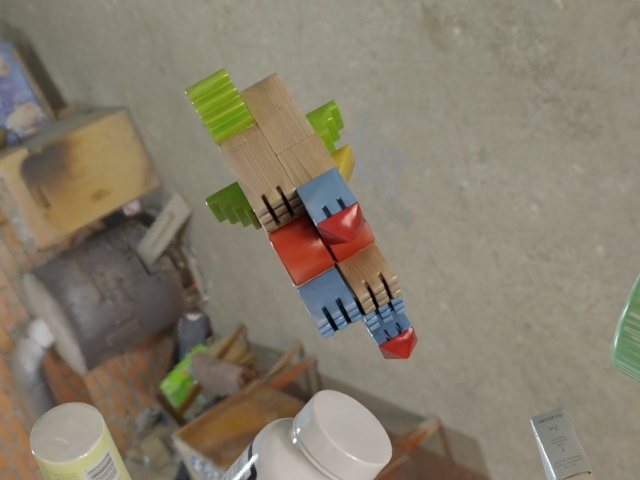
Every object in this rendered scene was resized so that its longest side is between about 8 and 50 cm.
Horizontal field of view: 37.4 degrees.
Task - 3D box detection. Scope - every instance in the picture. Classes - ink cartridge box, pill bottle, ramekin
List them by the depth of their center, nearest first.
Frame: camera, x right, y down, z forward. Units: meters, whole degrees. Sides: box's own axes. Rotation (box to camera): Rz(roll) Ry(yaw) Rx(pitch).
[{"bbox_3d":[-0.029,0.218,0.789,0.108,0.108,0.193,47,114,22],"label":"pill bottle"},{"bbox_3d":[0.382,0.416,1.353,0.239,0.060,0.275,-102,-9,-54],"label":"ink cartridge box"},{"bbox_3d":[0.650,0.138,1.701,0.148,0.303,0.303,25,141,30],"label":"ramekin"}]

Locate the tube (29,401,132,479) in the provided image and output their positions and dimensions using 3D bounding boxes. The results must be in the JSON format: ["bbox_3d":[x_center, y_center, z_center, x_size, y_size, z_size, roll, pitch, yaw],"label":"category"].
[{"bbox_3d":[-0.197,0.238,0.842,0.070,0.062,0.240,7,136,15],"label":"tube"}]

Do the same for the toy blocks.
[{"bbox_3d":[0.000,0.000,1.077,0.261,0.191,0.381,59,178,29],"label":"toy blocks"}]
